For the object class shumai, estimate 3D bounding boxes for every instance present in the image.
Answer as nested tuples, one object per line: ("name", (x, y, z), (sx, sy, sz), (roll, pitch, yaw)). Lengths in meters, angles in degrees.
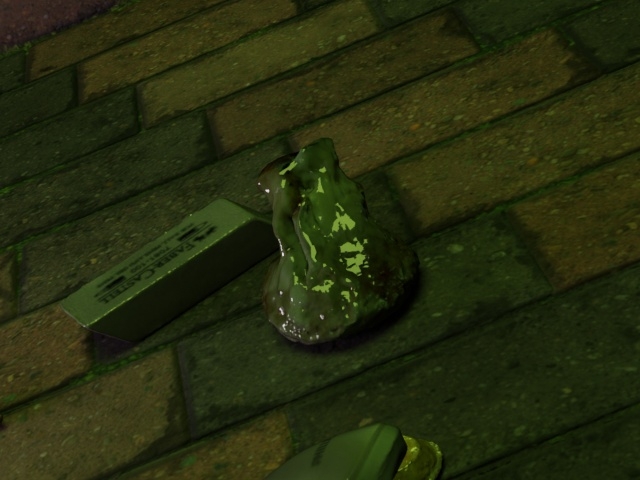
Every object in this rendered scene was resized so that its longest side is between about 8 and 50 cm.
("shumai", (0.000, 0.000, 1.893), (0.222, 0.203, 0.272), (-27, 34, -5))

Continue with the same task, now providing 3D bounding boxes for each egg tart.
("egg tart", (0.088, 0.253, 1.582), (0.105, 0.039, 0.105), (-16, 32, 10))

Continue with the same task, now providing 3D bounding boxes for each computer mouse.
("computer mouse", (-0.045, 0.292, 1.438), (0.331, 0.095, 0.197), (-38, 2, 22))

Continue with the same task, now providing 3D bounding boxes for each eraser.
("eraser", (-0.212, 0.041, 2.092), (0.352, 0.077, 0.111), (-34, 31, -19))

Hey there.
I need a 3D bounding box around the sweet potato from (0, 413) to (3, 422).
("sweet potato", (-0.521, 0.250, 2.003), (0.179, 0.044, 0.044), (0, 37, 34))
